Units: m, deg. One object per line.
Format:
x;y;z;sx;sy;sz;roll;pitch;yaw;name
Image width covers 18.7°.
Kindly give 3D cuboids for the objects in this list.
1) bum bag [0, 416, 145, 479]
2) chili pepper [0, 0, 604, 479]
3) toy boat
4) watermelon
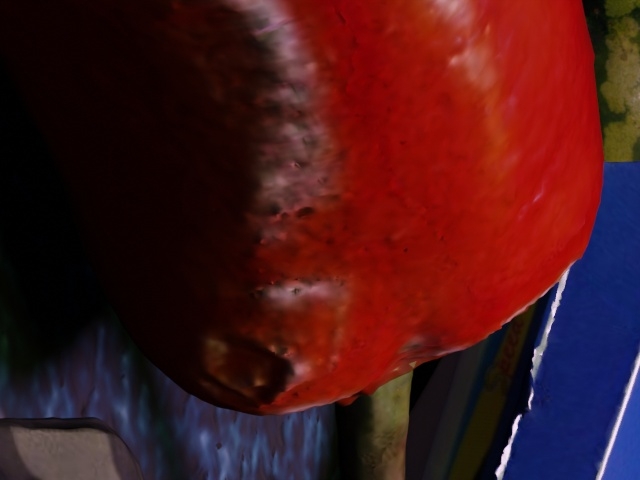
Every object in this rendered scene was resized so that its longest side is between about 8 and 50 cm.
-0.060;0.181;0.378;0.144;0.095;0.341;-30;111;-52;bum bag
0.000;-0.033;0.450;0.338;0.134;0.131;61;26;-42;chili pepper
0.056;0.121;0.631;0.129;0.088;0.295;41;65;-57;toy boat
0.095;-0.063;0.745;0.069;0.087;0.163;18;67;-24;watermelon
